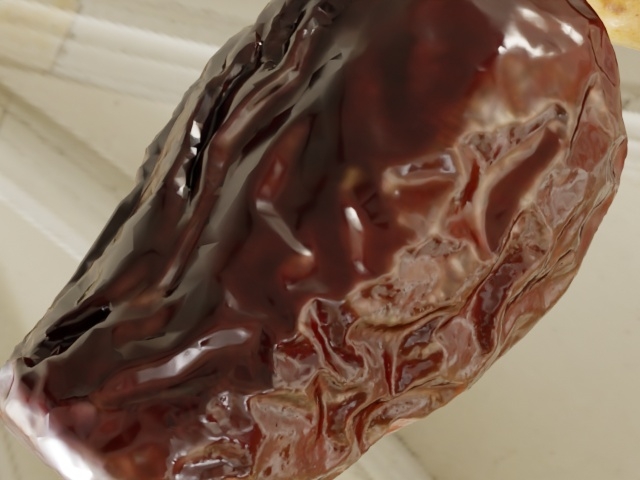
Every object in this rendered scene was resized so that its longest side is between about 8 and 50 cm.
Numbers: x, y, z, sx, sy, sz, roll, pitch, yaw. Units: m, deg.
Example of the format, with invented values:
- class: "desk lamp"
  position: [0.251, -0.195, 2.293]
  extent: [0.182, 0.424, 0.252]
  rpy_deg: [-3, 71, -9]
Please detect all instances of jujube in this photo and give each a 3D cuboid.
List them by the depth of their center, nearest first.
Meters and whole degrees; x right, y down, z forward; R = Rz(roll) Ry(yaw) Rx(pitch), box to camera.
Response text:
- class: "jujube"
  position: [0.000, 0.000, 0.780]
  extent: [0.216, 0.216, 0.342]
  rpy_deg: [28, -121, 35]

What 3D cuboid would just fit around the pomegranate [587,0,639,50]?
- class: "pomegranate"
  position: [0.214, -0.210, 1.000]
  extent: [0.207, 0.207, 0.207]
  rpy_deg: [-9, -107, 31]
